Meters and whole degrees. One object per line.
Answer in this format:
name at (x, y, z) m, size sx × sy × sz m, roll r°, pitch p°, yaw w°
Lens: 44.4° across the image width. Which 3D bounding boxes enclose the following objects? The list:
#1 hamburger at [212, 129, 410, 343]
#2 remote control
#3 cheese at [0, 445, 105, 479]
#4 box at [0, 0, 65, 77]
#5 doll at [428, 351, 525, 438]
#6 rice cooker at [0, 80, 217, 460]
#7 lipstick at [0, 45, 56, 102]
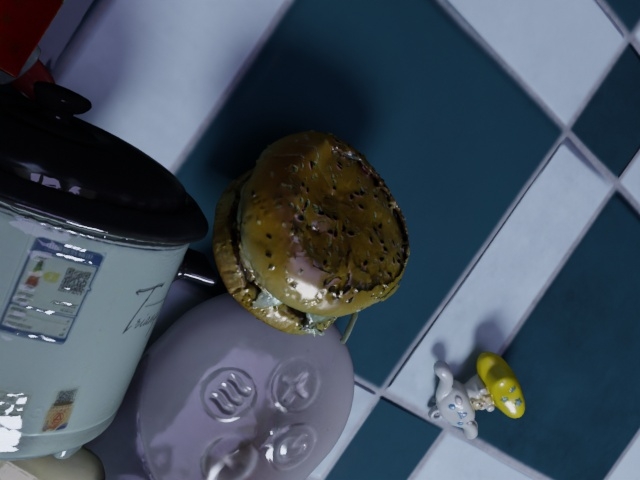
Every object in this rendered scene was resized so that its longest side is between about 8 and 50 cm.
hamburger at (0.000, 0.000, 0.698) m, size 0.177 × 0.113 × 0.185 m, roll -11°, pitch 78°, yaw -48°
remote control at (-0.108, 0.192, 0.752) m, size 0.332 × 0.103 × 0.221 m, roll -46°, pitch 116°, yaw -4°
cheese at (-0.213, 0.192, 0.627) m, size 0.249 × 0.163 × 0.071 m, roll 37°, pitch 69°, yaw -14°
box at (-0.199, -0.206, 0.495) m, size 0.112 × 0.048 × 0.175 m, roll 31°, pitch 90°, yaw -49°
doll at (0.179, 0.180, 0.945) m, size 0.135 × 0.071 × 0.113 m, roll 35°, pitch 109°, yaw -29°
rice cooker at (-0.212, 0.004, 0.529) m, size 0.280 × 0.241 × 0.227 m, roll 20°, pitch 100°, yaw -23°
lipstick at (-0.250, -0.161, 0.553) m, size 0.057 × 0.063 × 0.186 m, roll -21°, pitch 132°, yaw 16°
